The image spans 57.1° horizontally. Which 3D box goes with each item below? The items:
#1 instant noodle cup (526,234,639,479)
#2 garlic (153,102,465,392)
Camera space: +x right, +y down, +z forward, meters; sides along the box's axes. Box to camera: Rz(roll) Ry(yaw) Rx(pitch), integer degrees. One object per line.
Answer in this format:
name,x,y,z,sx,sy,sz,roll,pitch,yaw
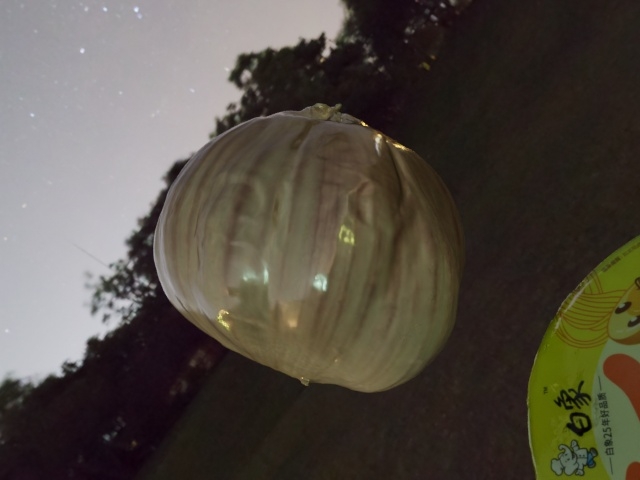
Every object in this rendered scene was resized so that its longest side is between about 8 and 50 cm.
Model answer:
instant noodle cup,0.340,0.144,0.406,0.311,0.221,0.311,-35,36,31
garlic,0.000,0.000,0.578,0.317,0.317,0.259,-129,40,-89
